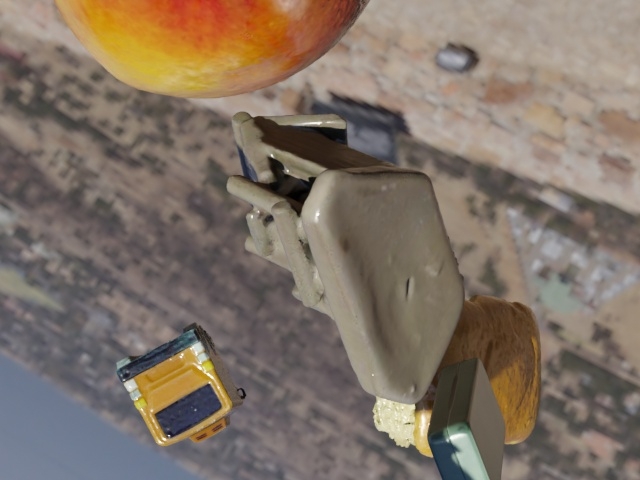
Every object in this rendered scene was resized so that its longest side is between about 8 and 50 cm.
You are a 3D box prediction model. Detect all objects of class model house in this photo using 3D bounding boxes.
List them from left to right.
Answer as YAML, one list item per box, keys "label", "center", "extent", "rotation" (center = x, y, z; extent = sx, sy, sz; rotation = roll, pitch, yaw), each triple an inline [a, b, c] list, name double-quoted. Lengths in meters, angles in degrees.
- label: "model house"
  center: [0.008, -0.002, 1.119]
  extent: [0.188, 0.122, 0.229]
  rotation: [32, 154, 44]

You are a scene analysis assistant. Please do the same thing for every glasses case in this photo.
- label: "glasses case"
  center: [0.131, 0.168, 1.331]
  extent: [0.184, 0.039, 0.078]
  rotation: [-58, -52, -74]

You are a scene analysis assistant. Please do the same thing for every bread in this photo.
- label: "bread"
  center: [0.150, 0.144, 1.622]
  extent: [0.121, 0.174, 0.245]
  rotation: [-6, 173, 32]

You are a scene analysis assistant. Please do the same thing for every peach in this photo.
- label: "peach"
  center: [-0.078, -0.258, 1.149]
  extent: [0.308, 0.308, 0.332]
  rotation: [37, -157, -20]

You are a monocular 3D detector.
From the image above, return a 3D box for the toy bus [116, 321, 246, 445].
- label: "toy bus"
  center: [-0.143, 0.158, 1.608]
  extent: [0.114, 0.098, 0.201]
  rotation: [61, 177, 5]
